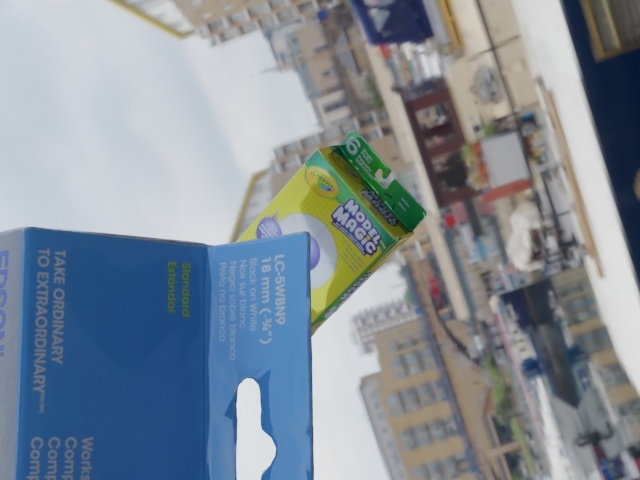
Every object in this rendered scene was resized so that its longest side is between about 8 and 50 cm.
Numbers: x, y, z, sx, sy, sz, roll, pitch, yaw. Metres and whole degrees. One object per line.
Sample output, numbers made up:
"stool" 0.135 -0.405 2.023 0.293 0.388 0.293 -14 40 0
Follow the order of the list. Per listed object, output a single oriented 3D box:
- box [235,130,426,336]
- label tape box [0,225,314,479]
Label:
"box" 0.000 0.000 0.888 0.105 0.179 0.043 50 -152 13
"label tape box" -0.170 0.121 0.580 0.106 0.333 0.241 19 -114 -56
